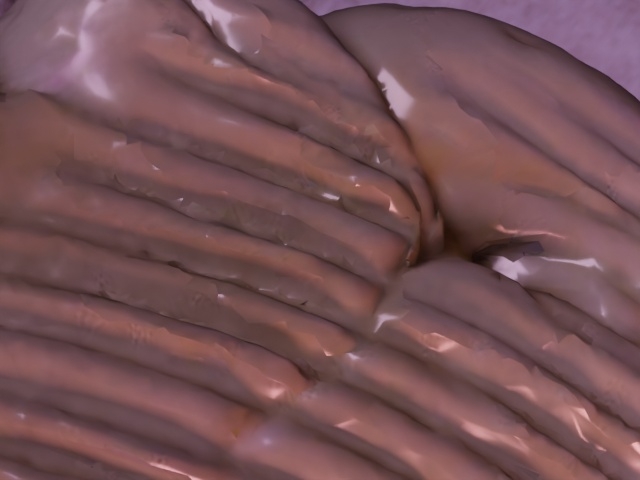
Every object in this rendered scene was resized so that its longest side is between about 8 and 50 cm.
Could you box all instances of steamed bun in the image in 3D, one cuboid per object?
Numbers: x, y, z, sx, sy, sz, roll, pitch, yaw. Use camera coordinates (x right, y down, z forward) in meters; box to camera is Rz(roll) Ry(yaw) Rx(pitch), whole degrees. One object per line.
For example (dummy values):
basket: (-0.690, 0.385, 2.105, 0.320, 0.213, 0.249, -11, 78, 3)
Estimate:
steamed bun: (-0.034, 0.097, 0.489, 0.247, 0.339, 0.352, 115, 167, -65)
